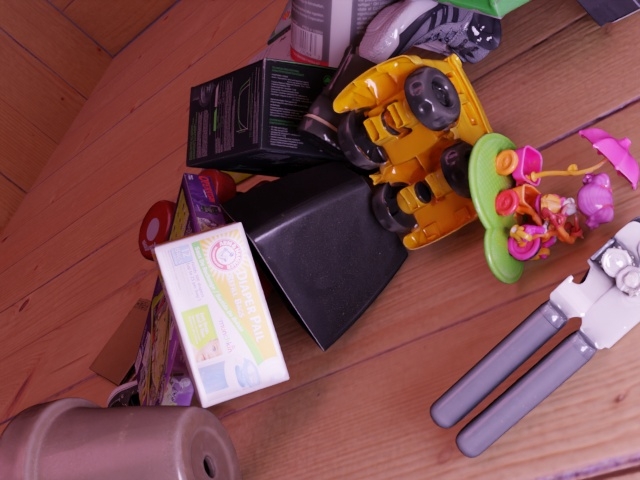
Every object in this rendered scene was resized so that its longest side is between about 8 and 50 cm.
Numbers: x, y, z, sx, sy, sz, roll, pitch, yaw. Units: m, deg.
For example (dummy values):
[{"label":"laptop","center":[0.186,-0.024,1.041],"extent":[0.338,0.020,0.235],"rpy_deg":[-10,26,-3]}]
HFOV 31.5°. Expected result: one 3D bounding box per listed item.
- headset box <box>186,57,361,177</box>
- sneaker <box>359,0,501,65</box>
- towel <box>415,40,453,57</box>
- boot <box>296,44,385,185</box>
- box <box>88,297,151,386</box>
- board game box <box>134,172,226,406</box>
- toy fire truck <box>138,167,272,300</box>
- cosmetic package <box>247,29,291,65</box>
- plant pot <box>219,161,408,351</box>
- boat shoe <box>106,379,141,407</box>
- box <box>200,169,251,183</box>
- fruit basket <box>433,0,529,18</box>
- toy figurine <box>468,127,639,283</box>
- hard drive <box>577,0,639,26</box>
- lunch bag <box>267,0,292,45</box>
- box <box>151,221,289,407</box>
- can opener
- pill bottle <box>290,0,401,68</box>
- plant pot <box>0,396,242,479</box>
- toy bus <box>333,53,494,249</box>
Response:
[{"label":"headset box","center":[-0.042,-0.170,1.704],"extent":[0.283,0.246,0.131],"rpy_deg":[-6,81,61]},{"label":"sneaker","center":[0.176,-0.306,1.658],"extent":[0.268,0.153,0.101],"rpy_deg":[-50,20,-29]},{"label":"towel","center":[0.193,-0.472,1.878],"extent":[0.317,0.053,0.331],"rpy_deg":[31,81,41]},{"label":"boot","center":[0.084,-0.154,1.502],"extent":[0.137,0.198,0.077],"rpy_deg":[-62,21,-10]},{"label":"box","center":[-0.333,0.181,2.019],"extent":[0.164,0.021,0.201],"rpy_deg":[-55,23,-14]},{"label":"board game box","center":[-0.200,0.103,1.609],"extent":[0.208,0.056,0.346],"rpy_deg":[-108,32,-58]},{"label":"toy fire truck","center":[-0.152,0.048,1.751],"extent":[0.302,0.169,0.253],"rpy_deg":[-29,53,42]},{"label":"cosmetic package","center":[-0.037,-0.271,2.013],"extent":[0.184,0.151,0.151],"rpy_deg":[-30,30,40]},{"label":"plant pot","center":[0.000,0.000,1.482],"extent":[0.167,0.188,0.187],"rpy_deg":[-35,21,-6]},{"label":"boat shoe","center":[-0.293,0.250,1.796],"extent":[0.142,0.049,0.040],"rpy_deg":[-32,28,32]},{"label":"box","center":[-0.171,-0.153,2.222],"extent":[0.178,0.042,0.109],"rpy_deg":[-22,34,49]},{"label":"fruit basket","center":[0.271,-0.452,1.532],"extent":[0.353,0.165,0.327],"rpy_deg":[-41,42,-22]},{"label":"toy figurine","center":[0.256,-0.050,1.188],"extent":[0.159,0.130,0.173],"rpy_deg":[-15,62,41]},{"label":"hard drive","center":[0.485,-0.415,1.381],"extent":[0.339,0.064,0.236],"rpy_deg":[-24,33,48]},{"label":"lunch bag","center":[0.056,-0.445,2.110],"extent":[0.262,0.160,0.223],"rpy_deg":[-30,28,40]},{"label":"box","center":[-0.125,0.087,1.392],"extent":[0.114,0.203,0.103],"rpy_deg":[-18,3,-10]},{"label":"can opener","center":[0.225,0.093,1.067],"extent":[0.280,0.074,0.093],"rpy_deg":[-44,-12,9]},{"label":"pill bottle","center":[0.045,-0.406,1.720],"extent":[0.176,0.176,0.318],"rpy_deg":[-94,6,-60]},{"label":"plant pot","center":[-0.228,0.297,1.378],"extent":[0.229,0.263,0.263],"rpy_deg":[-20,32,21]},{"label":"toy bus","center":[0.151,-0.121,1.426],"extent":[0.149,0.220,0.211],"rpy_deg":[-29,-6,38]}]
